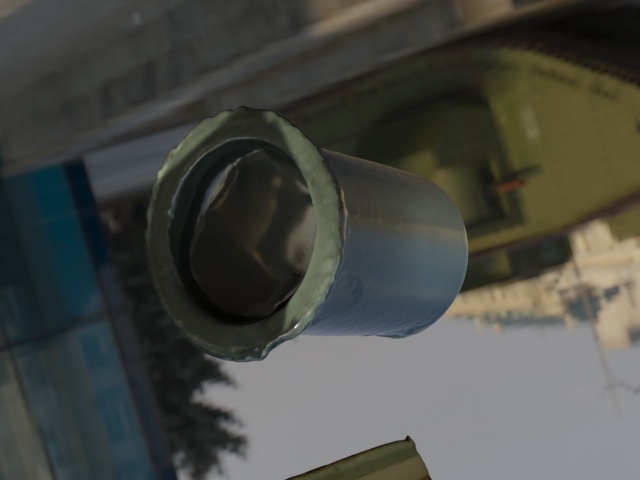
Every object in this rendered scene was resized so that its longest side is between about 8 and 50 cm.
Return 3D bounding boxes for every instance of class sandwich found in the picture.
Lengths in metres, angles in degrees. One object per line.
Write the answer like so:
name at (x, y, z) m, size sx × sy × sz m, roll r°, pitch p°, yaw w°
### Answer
sandwich at (0.016, 0.260, 1.736) m, size 0.163 × 0.079 × 0.113 m, roll -16°, pitch 164°, yaw -36°

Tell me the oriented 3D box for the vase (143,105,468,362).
vase at (0.000, 0.000, 1.795) m, size 0.245 × 0.245 × 0.291 m, roll -16°, pitch 167°, yaw 32°
